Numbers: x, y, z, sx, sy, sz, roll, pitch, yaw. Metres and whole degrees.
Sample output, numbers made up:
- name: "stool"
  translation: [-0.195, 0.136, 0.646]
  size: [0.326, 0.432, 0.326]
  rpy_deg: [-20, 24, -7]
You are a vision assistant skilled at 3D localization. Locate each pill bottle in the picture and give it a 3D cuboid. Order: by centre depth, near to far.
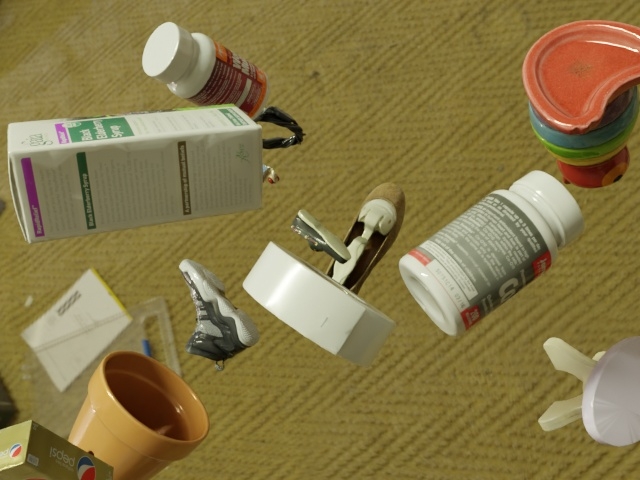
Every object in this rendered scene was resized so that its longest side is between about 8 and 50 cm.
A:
- name: "pill bottle"
  translation: [0.287, 0.018, 1.083]
  size: [0.283, 0.161, 0.161]
  rpy_deg: [-35, 62, -7]
- name: "pill bottle"
  translation: [-0.208, -0.307, 1.198]
  size: [0.121, 0.221, 0.121]
  rpy_deg: [-13, 69, 37]

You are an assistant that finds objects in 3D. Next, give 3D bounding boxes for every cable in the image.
- name: "cable"
  translation: [-0.126, -0.281, 1.700]
  size: [0.150, 0.184, 0.047]
  rpy_deg: [-27, 58, 32]

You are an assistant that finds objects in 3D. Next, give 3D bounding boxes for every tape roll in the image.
- name: "tape roll"
  translation: [-0.001, 0.118, 1.202]
  size: [0.286, 0.286, 0.100]
  rpy_deg: [34, 89, 27]

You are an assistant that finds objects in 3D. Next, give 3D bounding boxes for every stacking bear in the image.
- name: "stacking bear"
  translation: [0.409, -0.179, 0.989]
  size: [0.175, 0.289, 0.164]
  rpy_deg: [-40, 54, 2]

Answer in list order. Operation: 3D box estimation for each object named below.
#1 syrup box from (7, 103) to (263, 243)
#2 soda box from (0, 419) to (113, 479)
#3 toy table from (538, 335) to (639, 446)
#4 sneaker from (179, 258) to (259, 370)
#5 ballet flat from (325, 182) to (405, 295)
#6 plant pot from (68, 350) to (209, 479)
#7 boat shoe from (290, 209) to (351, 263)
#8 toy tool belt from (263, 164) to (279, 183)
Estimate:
- name: "syrup box"
  translation: [-0.185, -0.074, 0.659]
  size: [0.236, 0.096, 0.093]
  rpy_deg: [-9, 28, -22]
- name: "soda box"
  translation: [-0.349, 0.303, 0.848]
  size: [0.061, 0.181, 0.058]
  rpy_deg: [-19, 47, 10]
- name: "toy table"
  translation: [0.588, 0.310, 1.344]
  size: [0.274, 0.161, 0.252]
  rpy_deg: [-20, 90, -29]
- name: "sneaker"
  translation: [-0.277, 0.179, 1.526]
  size: [0.153, 0.101, 0.268]
  rpy_deg: [-44, 76, 8]
- name: "ballet flat"
  translation: [0.098, 0.003, 1.502]
  size: [0.116, 0.124, 0.342]
  rpy_deg: [31, 82, 14]
- name: "plant pot"
  translation: [-0.427, 0.422, 1.468]
  size: [0.291, 0.291, 0.203]
  rpy_deg: [44, 100, 28]
- name: "boat shoe"
  translation: [0.001, 0.000, 1.182]
  size: [0.133, 0.049, 0.042]
  rpy_deg: [41, 111, 17]
- name: "toy tool belt"
  translation: [-0.121, -0.118, 1.196]
  size: [0.083, 0.052, 0.051]
  rpy_deg: [36, 72, 24]
